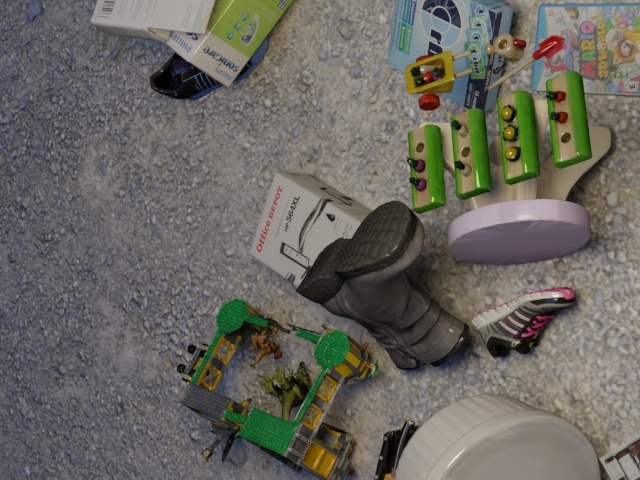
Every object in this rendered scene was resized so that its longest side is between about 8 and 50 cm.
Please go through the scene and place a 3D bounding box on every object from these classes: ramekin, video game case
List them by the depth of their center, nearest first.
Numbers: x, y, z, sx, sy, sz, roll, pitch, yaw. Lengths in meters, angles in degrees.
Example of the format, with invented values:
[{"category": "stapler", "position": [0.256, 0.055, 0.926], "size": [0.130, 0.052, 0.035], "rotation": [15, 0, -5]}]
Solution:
[{"category": "ramekin", "position": [0.218, 0.325, 1.549], "size": [0.127, 0.273, 0.272], "rotation": [38, 117, 59]}, {"category": "video game case", "position": [0.359, -0.254, 1.573], "size": [0.166, 0.015, 0.119], "rotation": [9, 97, 41]}]

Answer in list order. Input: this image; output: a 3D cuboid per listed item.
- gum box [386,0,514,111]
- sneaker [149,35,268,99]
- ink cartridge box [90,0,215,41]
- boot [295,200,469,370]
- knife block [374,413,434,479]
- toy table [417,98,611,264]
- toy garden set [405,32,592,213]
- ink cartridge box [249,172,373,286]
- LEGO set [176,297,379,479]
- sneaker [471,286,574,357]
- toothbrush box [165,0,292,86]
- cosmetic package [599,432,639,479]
[{"category": "gum box", "position": [0.180, -0.288, 1.678], "size": [0.184, 0.041, 0.156], "rotation": [36, 134, 36]}, {"category": "sneaker", "position": [-0.190, -0.300, 1.997], "size": [0.232, 0.090, 0.081], "rotation": [-29, 72, 38]}, {"category": "ink cartridge box", "position": [-0.215, -0.443, 1.831], "size": [0.239, 0.060, 0.275], "rotation": [13, 82, 32]}, {"category": "boot", "position": [0.121, 0.072, 1.618], "size": [0.118, 0.223, 0.338], "rotation": [-56, 9, -18]}, {"category": "knife block", "position": [0.153, 0.400, 1.713], "size": [0.242, 0.088, 0.275], "rotation": [-29, 71, 38]}, {"category": "toy table", "position": [0.251, -0.071, 1.539], "size": [0.274, 0.252, 0.160], "rotation": [145, 127, -71]}, {"category": "toy garden set", "position": [0.197, -0.163, 1.434], "size": [0.244, 0.049, 0.203], "rotation": [-18, 64, 37]}, {"category": "ink cartridge box", "position": [0.000, 0.000, 1.841], "size": [0.203, 0.086, 0.148], "rotation": [31, 111, 35]}, {"category": "LEGO set", "position": [-0.047, 0.246, 1.865], "size": [0.331, 0.192, 0.254], "rotation": [5, 65, 38]}, {"category": "sneaker", "position": [0.283, 0.115, 1.616], "size": [0.170, 0.063, 0.074], "rotation": [-29, 72, 43]}, {"category": "toothbrush box", "position": [-0.154, -0.426, 1.897], "size": [0.206, 0.122, 0.283], "rotation": [42, 97, 32]}, {"category": "cosmetic package", "position": [0.468, 0.253, 1.458], "size": [0.239, 0.060, 0.098], "rotation": [-43, 65, 33]}]
